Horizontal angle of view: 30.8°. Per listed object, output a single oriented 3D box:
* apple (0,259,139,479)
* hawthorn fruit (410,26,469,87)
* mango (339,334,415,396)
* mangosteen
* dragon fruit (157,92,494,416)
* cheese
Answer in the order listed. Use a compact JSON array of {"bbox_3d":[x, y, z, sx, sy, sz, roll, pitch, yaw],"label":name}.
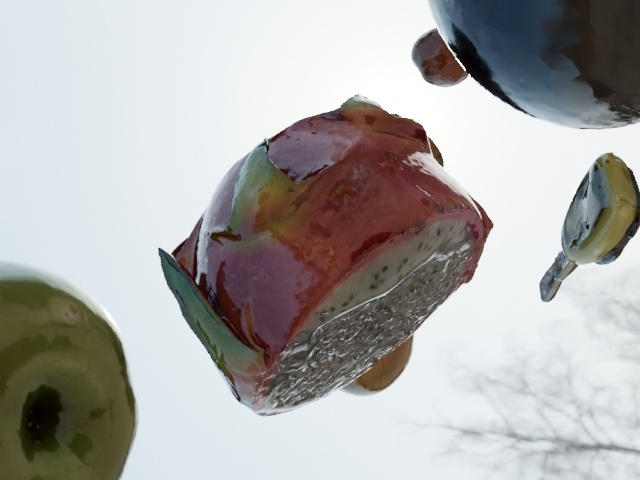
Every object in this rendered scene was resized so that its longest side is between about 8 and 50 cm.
[{"bbox_3d":[-0.387,0.190,1.289,0.357,0.357,0.357,-18,-69,-57],"label":"apple"},{"bbox_3d":[0.138,-0.203,1.204,0.067,0.103,0.066,15,-124,-23],"label":"hawthorn fruit"},{"bbox_3d":[0.021,0.072,1.593,0.290,0.160,0.191,62,178,-4],"label":"mango"},{"bbox_3d":[0.150,-0.154,0.604,0.210,0.210,0.209,-18,-69,-57],"label":"mangosteen"},{"bbox_3d":[0.000,0.000,1.019,0.291,0.189,0.290,-33,-19,-13],"label":"dragon fruit"},{"bbox_3d":[0.240,-0.001,1.071,0.162,0.036,0.086,113,159,-45],"label":"cheese"}]
